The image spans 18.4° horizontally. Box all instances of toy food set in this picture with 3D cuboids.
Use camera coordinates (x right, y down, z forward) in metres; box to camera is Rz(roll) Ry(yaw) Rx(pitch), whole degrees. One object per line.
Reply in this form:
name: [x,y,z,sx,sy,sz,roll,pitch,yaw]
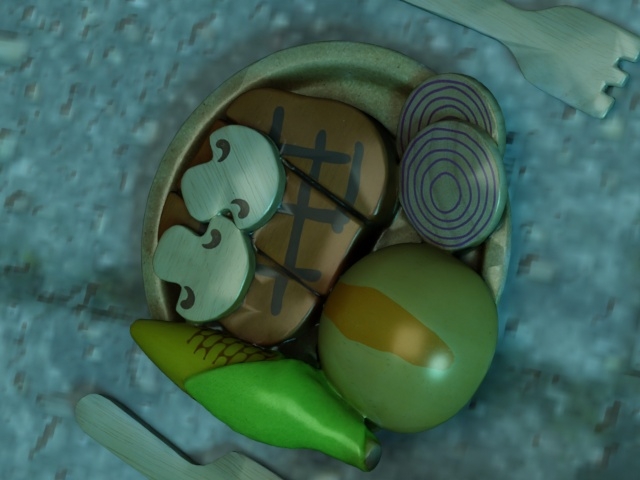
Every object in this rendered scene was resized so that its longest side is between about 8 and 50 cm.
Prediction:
toy food set: [0.000,0.000,0.590,0.132,0.038,0.192,29,94,26]
